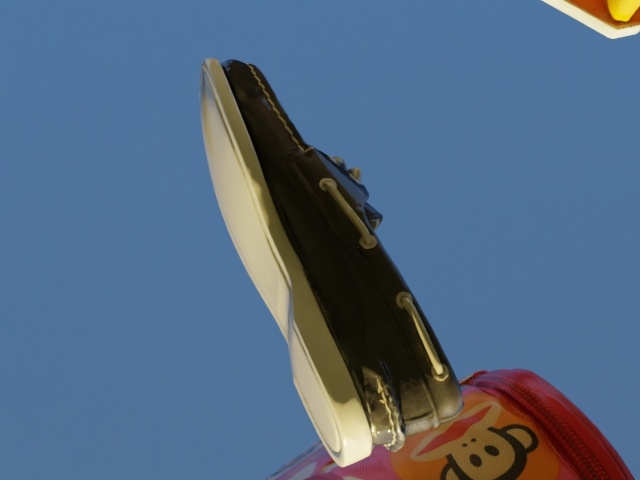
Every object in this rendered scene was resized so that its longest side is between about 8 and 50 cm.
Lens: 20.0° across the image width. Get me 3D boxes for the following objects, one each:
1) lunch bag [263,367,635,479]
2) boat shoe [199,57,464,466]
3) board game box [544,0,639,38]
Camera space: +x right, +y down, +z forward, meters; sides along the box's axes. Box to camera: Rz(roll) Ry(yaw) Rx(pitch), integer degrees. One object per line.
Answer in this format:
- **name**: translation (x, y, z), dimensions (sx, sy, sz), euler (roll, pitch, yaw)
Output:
- **lunch bag**: translation (0.071, 0.196, 0.771), dimensions (0.120, 0.293, 0.258), euler (-29, -92, -19)
- **boat shoe**: translation (0.000, 0.000, 0.490), dimensions (0.038, 0.046, 0.125), euler (-17, -121, -13)
- **board game box**: translation (0.101, -0.371, 1.136), dimensions (0.390, 0.050, 0.390), euler (29, -115, -4)
